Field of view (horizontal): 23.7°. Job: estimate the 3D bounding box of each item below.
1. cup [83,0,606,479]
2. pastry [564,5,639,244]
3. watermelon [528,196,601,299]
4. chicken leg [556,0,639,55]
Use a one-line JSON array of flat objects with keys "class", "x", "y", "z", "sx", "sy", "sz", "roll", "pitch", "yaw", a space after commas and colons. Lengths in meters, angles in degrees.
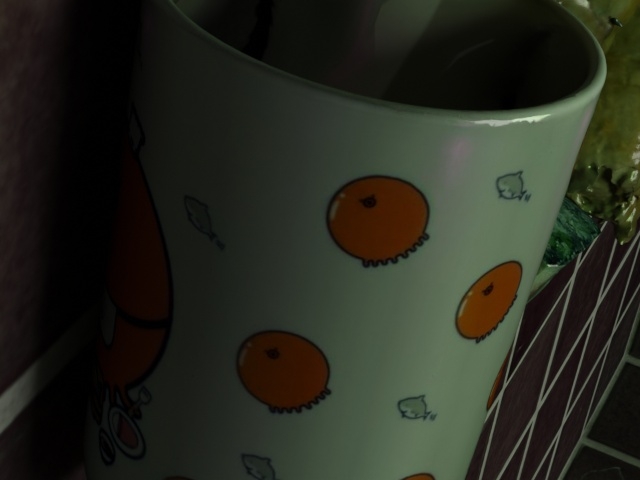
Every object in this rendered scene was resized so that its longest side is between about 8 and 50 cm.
[{"class": "cup", "x": -0.003, "y": 0.027, "z": 0.766, "sx": 0.212, "sy": 0.212, "sz": 0.317, "roll": -42, "pitch": 150, "yaw": -55}, {"class": "pastry", "x": 0.341, "y": -0.172, "z": 1.689, "sx": 0.329, "sy": 0.136, "sz": 0.329, "roll": -56, "pitch": 158, "yaw": -37}, {"class": "watermelon", "x": 0.111, "y": 0.027, "z": 1.320, "sx": 0.226, "sy": 0.148, "sz": 0.318, "roll": -45, "pitch": 172, "yaw": -12}, {"class": "chicken leg", "x": 0.107, "y": -0.211, "z": 0.970, "sx": 0.429, "sy": 0.153, "sz": 0.201, "roll": 11, "pitch": 88, "yaw": -65}]
